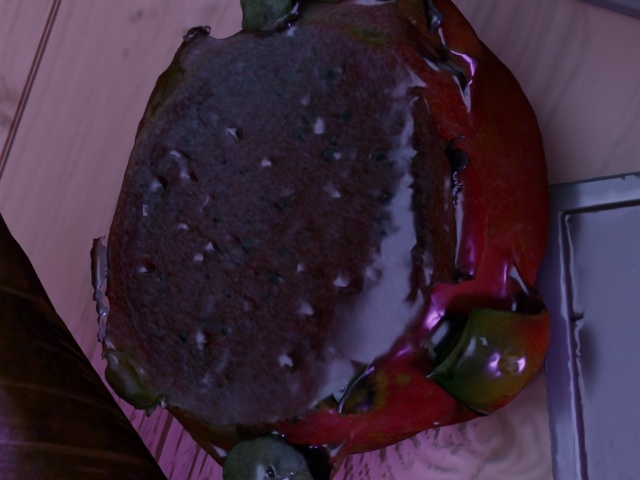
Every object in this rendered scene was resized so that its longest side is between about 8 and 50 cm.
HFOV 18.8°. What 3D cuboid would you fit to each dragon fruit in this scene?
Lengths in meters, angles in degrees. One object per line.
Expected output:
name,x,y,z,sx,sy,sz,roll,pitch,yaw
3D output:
dragon fruit,0.000,0.000,1.001,0.268,0.130,0.295,6,83,28

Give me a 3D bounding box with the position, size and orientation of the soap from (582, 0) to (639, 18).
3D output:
soap,0.144,-0.180,0.921,0.347,0.208,0.115,22,89,29

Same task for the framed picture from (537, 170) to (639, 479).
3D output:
framed picture,0.223,0.101,0.931,0.232,0.019,0.296,-7,77,22

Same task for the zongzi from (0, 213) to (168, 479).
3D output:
zongzi,-0.106,0.151,0.915,0.403,0.208,0.432,31,127,24
